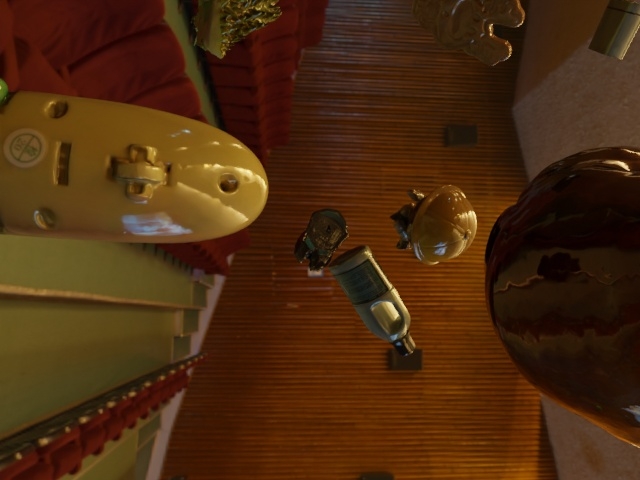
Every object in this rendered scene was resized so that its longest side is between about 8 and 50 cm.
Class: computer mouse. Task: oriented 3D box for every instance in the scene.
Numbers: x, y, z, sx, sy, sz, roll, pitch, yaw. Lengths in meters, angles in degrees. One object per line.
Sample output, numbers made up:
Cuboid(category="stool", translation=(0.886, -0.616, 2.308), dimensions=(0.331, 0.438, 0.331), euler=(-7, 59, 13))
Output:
Cuboid(category="computer mouse", translation=(0.000, 0.000, 0.969), dimensions=(0.135, 0.079, 0.047), euler=(-59, -177, -28))

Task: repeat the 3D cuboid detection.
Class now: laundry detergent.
Cuboid(category="laundry detergent", translation=(0.108, 0.121, 0.992), dimensions=(0.226, 0.099, 0.070), euler=(57, 39, -7))

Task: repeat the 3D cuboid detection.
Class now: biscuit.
Cuboid(category="biscuit", translation=(0.300, -0.465, 1.098), dimensions=(0.040, 0.236, 0.144), euler=(-40, 152, -51))

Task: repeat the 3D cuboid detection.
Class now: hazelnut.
Cuboid(category="hazelnut", translation=(0.372, 0.055, 0.640), dimensions=(0.409, 0.358, 0.360), euler=(-29, 122, -70))

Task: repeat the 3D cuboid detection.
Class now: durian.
Cuboid(category="durian", translation=(-0.176, -0.424, 0.919), dimensions=(0.157, 0.169, 0.355), euler=(50, 2, -29))

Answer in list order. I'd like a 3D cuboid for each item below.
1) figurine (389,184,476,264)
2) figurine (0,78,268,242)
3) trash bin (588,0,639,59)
Cuboid(category="figurine", translation=(0.274, -0.041, 1.272), dimensions=(0.257, 0.167, 0.193), euler=(-138, -124, -78))
Cuboid(category="figurine", translation=(-0.209, -0.057, 0.474), dimensions=(0.222, 0.324, 0.124), euler=(174, -79, -85))
Cuboid(category="trash bin", translation=(0.760, -0.544, 1.347), dimensions=(0.116, 0.059, 0.130), euler=(-93, -164, -60))
